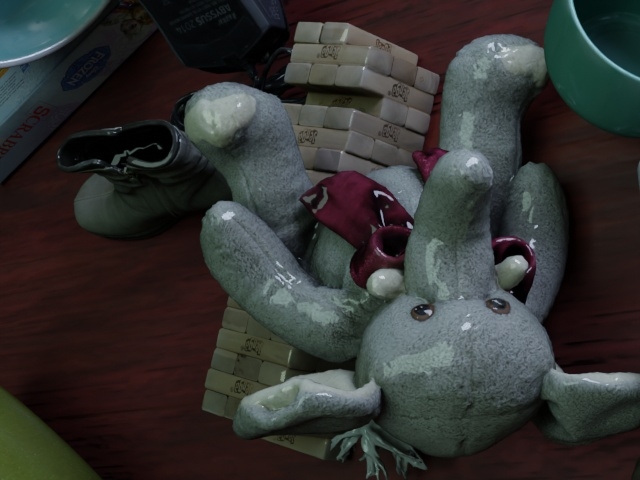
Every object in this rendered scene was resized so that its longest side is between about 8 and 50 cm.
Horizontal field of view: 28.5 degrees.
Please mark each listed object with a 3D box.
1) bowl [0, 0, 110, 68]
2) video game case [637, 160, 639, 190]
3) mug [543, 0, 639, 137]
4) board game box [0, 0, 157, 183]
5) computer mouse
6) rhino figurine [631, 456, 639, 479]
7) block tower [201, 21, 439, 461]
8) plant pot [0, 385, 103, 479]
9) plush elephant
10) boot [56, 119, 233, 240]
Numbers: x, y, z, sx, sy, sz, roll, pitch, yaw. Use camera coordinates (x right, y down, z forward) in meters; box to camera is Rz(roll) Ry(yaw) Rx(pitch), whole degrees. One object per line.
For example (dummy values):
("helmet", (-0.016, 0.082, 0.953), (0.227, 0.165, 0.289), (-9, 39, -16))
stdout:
("bowl", (-0.344, -0.320, 1.177), (0.163, 0.312, 0.311), (20, 92, 59))
("video game case", (0.340, 0.091, 0.658), (0.300, 0.036, 0.329), (-7, 73, 12))
("mug", (0.216, -0.121, 0.832), (0.130, 0.097, 0.157), (-2, 68, -6))
("board game box", (-0.312, -0.278, 1.347), (0.319, 0.066, 0.318), (-38, 58, 25))
("computer mouse", (-0.101, -0.217, 1.080), (0.189, 0.272, 0.072), (-10, 32, 37))
("rhino figurine", (0.272, 0.191, 0.733), (0.073, 0.106, 0.243), (-29, 53, -16))
("block tower", (0.000, 0.000, 1.000), (0.091, 0.097, 0.335), (11, 87, 45))
("plant pot", (-0.287, 0.265, 1.089), (0.294, 0.275, 0.274), (20, 92, 25))
("plush elephant", (0.066, 0.031, 0.819), (0.255, 0.272, 0.330), (-156, 62, -74))
("boot", (-0.173, -0.063, 1.116), (0.247, 0.161, 0.083), (-9, 73, 38))
